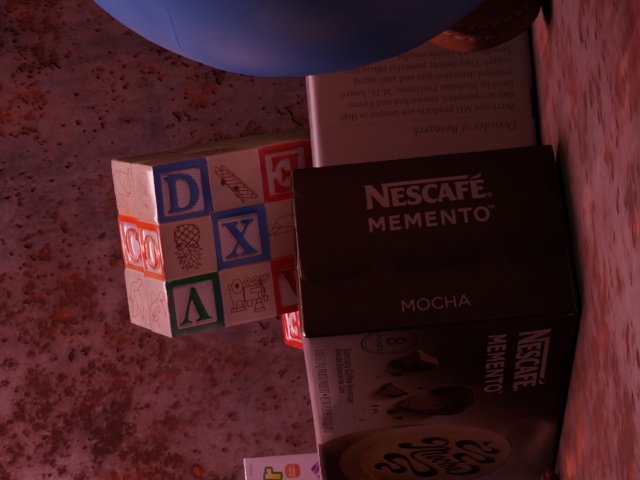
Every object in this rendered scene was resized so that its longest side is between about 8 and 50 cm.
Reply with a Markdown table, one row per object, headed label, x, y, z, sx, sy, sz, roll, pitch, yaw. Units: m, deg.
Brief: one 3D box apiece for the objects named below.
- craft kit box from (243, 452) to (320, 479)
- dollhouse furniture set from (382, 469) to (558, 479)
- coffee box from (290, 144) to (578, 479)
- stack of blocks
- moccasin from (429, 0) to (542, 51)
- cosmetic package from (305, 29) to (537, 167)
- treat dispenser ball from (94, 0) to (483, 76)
| label | x | y | z | sx | sy | sz | roll | pitch | yaw |
| --- | --- | --- | --- | --- | --- | --- | --- | --- | --- |
| craft kit box | 0.060 | 0.314 | 1.715 | 0.061 | 0.246 | 0.250 | 76 | -172 | -78 |
| dollhouse furniture set | 0.108 | 0.265 | 1.259 | 0.184 | 0.129 | 0.129 | -92 | -3 | -54 |
| coffee box | 0.073 | 0.066 | 1.239 | 0.297 | 0.168 | 0.119 | 86 | 180 | -62 |
| stack of blocks | 0.000 | 0.000 | 1.435 | 0.087 | 0.297 | 0.171 | 11 | 110 | 62 |
| moccasin | 0.035 | -0.295 | 1.129 | 0.147 | 0.139 | 0.380 | 152 | 99 | -74 |
| cosmetic package | 0.067 | -0.097 | 1.302 | 0.151 | 0.151 | 0.184 | 78 | -172 | -87 |
| treat dispenser ball | -0.017 | -0.225 | 0.927 | 0.288 | 0.288 | 0.288 | -5 | -90 | -89 |
